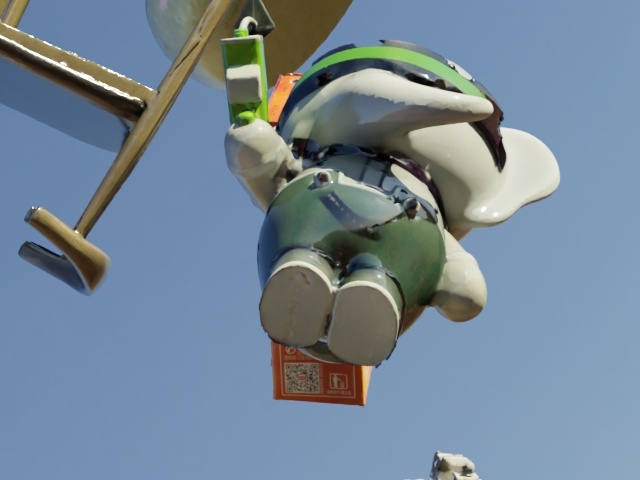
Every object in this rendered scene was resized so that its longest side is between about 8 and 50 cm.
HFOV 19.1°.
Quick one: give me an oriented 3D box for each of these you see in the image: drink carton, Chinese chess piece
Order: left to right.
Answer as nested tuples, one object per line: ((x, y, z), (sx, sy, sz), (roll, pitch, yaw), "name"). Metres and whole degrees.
((-0.046, -0.248, 1.670), (0.250, 0.101, 0.250), (-48, -17, -20), "Chinese chess piece")
((0.000, 0.000, 1.365), (0.096, 0.071, 0.223), (-74, -16, -64), "drink carton")

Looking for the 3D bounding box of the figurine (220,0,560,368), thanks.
((0.025, -0.026, 0.811), (0.192, 0.147, 0.126), (-66, -17, -54), "figurine")

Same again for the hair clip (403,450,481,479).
((0.086, 0.265, 1.683), (0.116, 0.049, 0.172), (15, -64, -30), "hair clip")

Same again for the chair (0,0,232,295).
((-0.186, -0.114, 1.410), (0.272, 0.166, 0.188), (-67, 7, -12), "chair")
